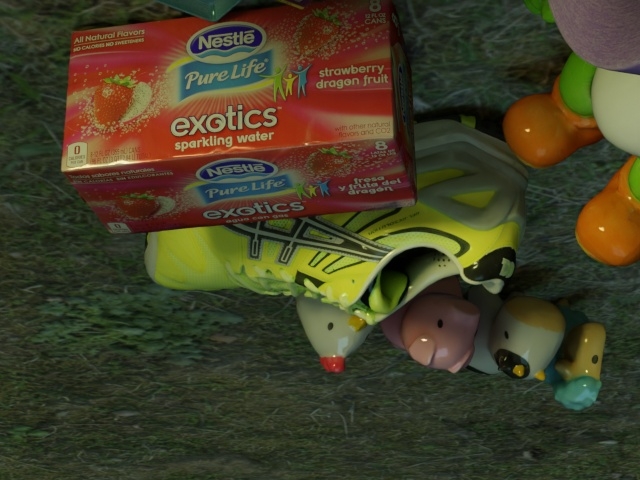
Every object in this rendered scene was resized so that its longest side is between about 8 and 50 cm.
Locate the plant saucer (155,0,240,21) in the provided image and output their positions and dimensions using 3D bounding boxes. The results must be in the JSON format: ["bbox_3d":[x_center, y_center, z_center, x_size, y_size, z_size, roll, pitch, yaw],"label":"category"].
[{"bbox_3d":[-0.137,-0.204,1.090,0.192,0.018,0.067,17,150,-32],"label":"plant saucer"}]

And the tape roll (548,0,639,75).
[{"bbox_3d":[0.204,-0.215,0.769,0.090,0.274,0.275,7,154,-15],"label":"tape roll"}]

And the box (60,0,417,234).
[{"bbox_3d":[-0.059,-0.094,1.196,0.257,0.128,0.122,-5,155,10],"label":"box"}]

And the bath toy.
[{"bbox_3d":[0.131,0.096,1.617,0.348,0.129,0.151,13,152,-26],"label":"bath toy"}]

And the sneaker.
[{"bbox_3d":[0.000,0.000,1.383,0.385,0.147,0.145,-14,154,29],"label":"sneaker"}]

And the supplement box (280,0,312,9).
[{"bbox_3d":[-0.023,-0.203,1.015,0.055,0.083,0.043,14,151,-30],"label":"supplement box"}]

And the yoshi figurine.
[{"bbox_3d":[0.248,-0.117,1.091,0.204,0.203,0.362,13,150,-14],"label":"yoshi figurine"}]
